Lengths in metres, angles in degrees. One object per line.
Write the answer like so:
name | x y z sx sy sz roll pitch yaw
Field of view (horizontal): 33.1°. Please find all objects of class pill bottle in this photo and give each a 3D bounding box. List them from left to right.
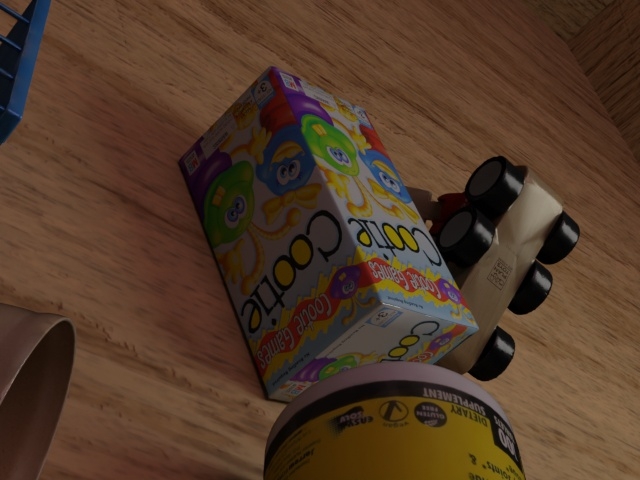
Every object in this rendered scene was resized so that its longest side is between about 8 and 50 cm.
pill bottle | 0.057 0.251 0.673 0.188 0.188 0.334 35 28 -26

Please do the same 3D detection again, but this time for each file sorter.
file sorter | -0.271 -0.118 0.753 0.104 0.118 0.170 31 30 -27

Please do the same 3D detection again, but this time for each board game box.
board game box | 0.000 0.000 0.988 0.142 0.144 0.275 18 38 -46

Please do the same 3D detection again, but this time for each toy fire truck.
toy fire truck | 0.112 0.014 1.148 0.158 0.217 0.246 37 -14 -22

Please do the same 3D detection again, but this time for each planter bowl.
planter bowl | -0.205 0.098 0.537 0.109 0.162 0.162 19 28 1
